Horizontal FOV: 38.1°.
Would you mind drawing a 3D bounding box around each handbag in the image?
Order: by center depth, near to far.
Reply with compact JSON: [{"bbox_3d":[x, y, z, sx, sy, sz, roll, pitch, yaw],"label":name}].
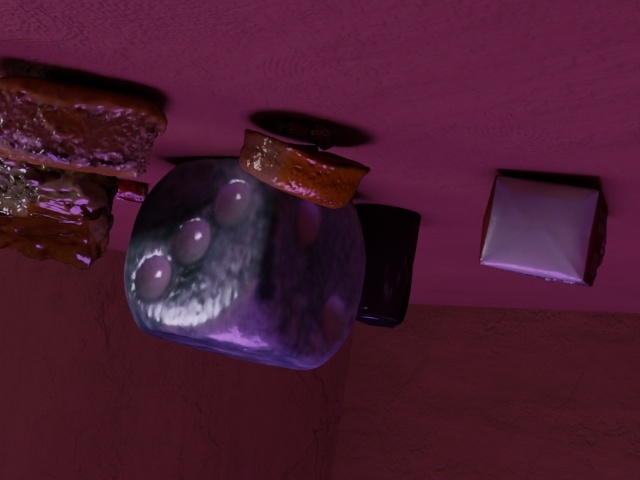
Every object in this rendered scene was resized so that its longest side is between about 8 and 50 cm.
[{"bbox_3d":[0.366,-0.011,1.493,0.171,0.151,0.298,10,180,20],"label":"handbag"}]

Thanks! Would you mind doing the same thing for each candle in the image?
[{"bbox_3d":[-0.451,-0.116,2.008,0.162,0.048,0.053,9,138,2],"label":"candle"}]

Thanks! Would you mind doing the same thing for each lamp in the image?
[{"bbox_3d":[-0.023,-0.152,1.299,0.083,0.031,0.063,11,171,8],"label":"lamp"}]

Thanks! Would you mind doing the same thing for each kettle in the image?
[{"bbox_3d":[0.125,0.059,1.890,0.144,0.232,0.202,6,172,29],"label":"kettle"}]

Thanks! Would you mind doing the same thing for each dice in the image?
[{"bbox_3d":[-0.131,0.041,1.711,0.328,0.348,0.330,4,164,33],"label":"dice"}]

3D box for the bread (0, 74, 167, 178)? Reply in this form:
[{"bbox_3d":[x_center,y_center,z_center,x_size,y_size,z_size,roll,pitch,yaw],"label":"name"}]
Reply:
[{"bbox_3d":[-0.339,-0.156,1.289,0.246,0.121,0.174,6,-179,-9],"label":"bread"}]

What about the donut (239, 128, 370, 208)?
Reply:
[{"bbox_3d":[-0.029,-0.101,1.332,0.190,0.074,0.174,12,-169,-39],"label":"donut"}]

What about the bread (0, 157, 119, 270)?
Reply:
[{"bbox_3d":[-0.513,-0.101,1.661,0.314,0.191,0.370,15,160,-2],"label":"bread"}]
